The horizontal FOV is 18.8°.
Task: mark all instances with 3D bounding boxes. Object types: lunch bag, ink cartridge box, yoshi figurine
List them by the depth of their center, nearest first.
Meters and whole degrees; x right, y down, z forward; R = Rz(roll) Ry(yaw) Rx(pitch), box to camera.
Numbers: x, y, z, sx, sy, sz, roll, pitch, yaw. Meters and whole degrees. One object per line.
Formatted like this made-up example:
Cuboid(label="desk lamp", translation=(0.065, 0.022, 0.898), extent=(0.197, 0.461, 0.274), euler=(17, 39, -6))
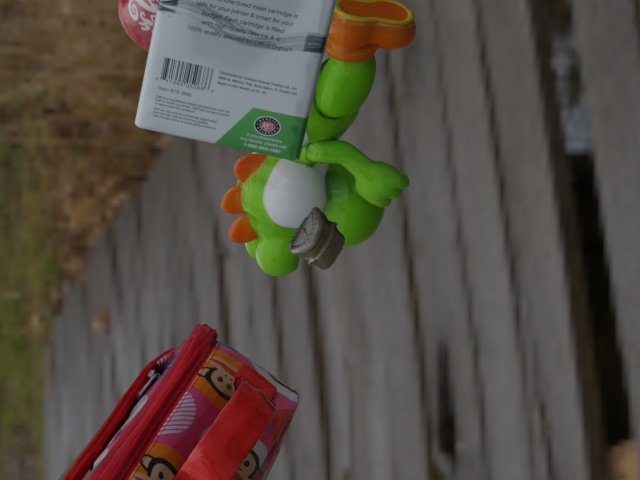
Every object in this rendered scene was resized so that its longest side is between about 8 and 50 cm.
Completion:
Cuboid(label="lunch bag", translation=(-0.120, 0.187, 1.242), extent=(0.258, 0.120, 0.293), euler=(-49, 4, 28))
Cuboid(label="ink cartridge box", translation=(-0.068, -0.192, 1.692), extent=(0.087, 0.153, 0.208), euler=(-85, 9, -60))
Cuboid(label="yoshi figurine", translation=(0.015, -0.127, 2.197), extent=(0.203, 0.203, 0.362), euler=(-68, -6, -60))

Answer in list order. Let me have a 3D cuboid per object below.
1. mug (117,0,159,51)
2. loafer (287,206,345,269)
Cuboid(label="mug", translation=(-0.155, -0.294, 2.074), extent=(0.150, 0.113, 0.169), euler=(45, 152, -2))
Cuboid(label="loafer", translation=(0.000, 0.000, 1.993), extent=(0.056, 0.050, 0.148), euler=(-61, 4, 0))
